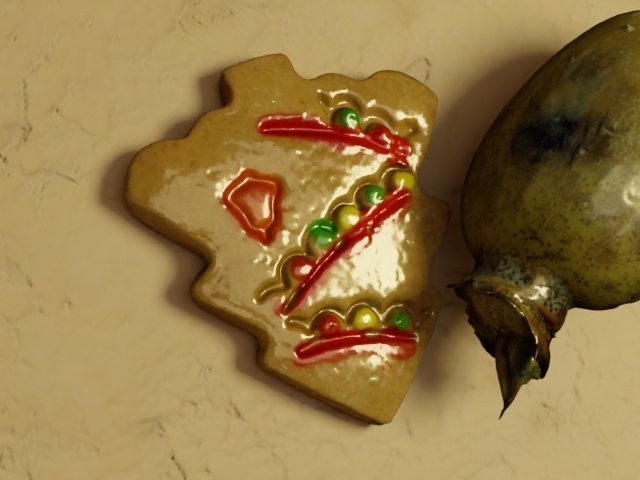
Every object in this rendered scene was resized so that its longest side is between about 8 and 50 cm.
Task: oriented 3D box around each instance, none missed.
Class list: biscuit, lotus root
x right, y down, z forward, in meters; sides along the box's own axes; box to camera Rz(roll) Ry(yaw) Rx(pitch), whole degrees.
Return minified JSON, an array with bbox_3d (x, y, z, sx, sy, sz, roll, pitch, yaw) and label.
[{"bbox_3d":[0.000,0.000,1.086,0.212,0.041,0.239,-19,87,-22],"label":"biscuit"},{"bbox_3d":[0.161,-0.027,1.088,0.154,0.154,0.278,41,74,-8],"label":"lotus root"}]
